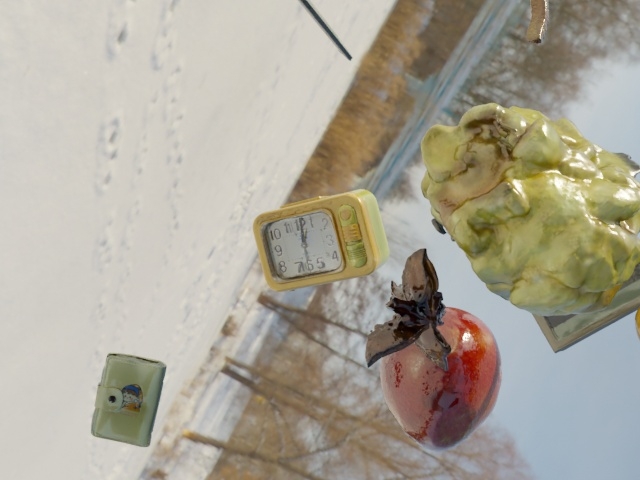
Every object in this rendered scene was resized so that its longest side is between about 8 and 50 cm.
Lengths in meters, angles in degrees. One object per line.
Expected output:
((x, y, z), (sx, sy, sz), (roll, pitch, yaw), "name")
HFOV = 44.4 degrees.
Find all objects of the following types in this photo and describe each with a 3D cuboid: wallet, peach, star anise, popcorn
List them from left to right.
((-0.336, 0.276, 1.369), (0.039, 0.111, 0.155), (-103, -153, -79), "wallet")
((0.100, 0.084, 1.009), (0.144, 0.141, 0.158), (19, -91, 48), "star anise")
((0.197, 0.228, 1.306), (0.243, 0.200, 0.243), (8, 90, -70), "peach")
((0.244, -0.044, 0.929), (0.286, 0.252, 0.215), (53, -51, 38), "popcorn")

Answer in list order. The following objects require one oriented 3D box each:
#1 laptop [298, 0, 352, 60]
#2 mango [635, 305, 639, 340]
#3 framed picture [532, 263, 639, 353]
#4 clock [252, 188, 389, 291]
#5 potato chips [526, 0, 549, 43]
((-0.042, -0.425, 1.321), (0.015, 0.187, 0.269), (-37, 150, 11), "laptop")
((0.561, 0.104, 1.123), (0.177, 0.295, 0.120), (-51, -142, 47), "mango")
((0.410, 0.024, 1.292), (0.209, 0.019, 0.281), (-34, -128, 12), "framed picture")
((0.000, 0.000, 1.299), (0.202, 0.143, 0.096), (-13, -173, 24), "clock")
((0.276, -0.338, 0.985), (0.037, 0.026, 0.203), (24, 70, -59), "potato chips")
